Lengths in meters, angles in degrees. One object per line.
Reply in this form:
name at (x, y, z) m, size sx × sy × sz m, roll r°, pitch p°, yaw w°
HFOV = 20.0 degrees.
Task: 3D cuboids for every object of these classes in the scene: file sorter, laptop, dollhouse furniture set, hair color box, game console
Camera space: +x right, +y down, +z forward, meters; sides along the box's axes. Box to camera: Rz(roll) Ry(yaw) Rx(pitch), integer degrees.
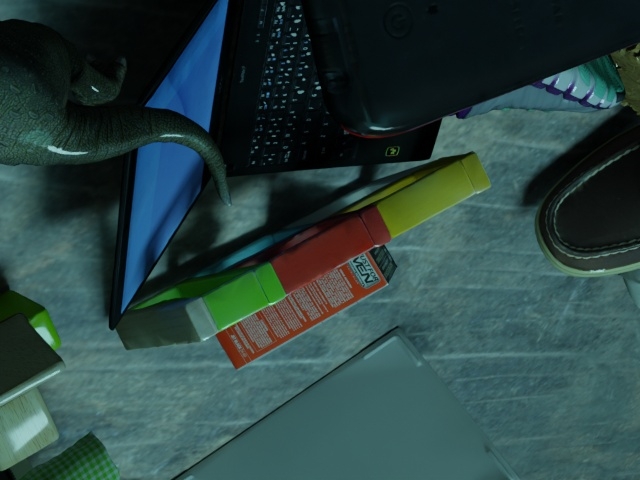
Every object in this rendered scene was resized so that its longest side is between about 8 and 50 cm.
file sorter at (0.024, 0.259, 1.676) m, size 0.277 × 0.193 × 0.173 m, roll -34°, pitch 152°, yaw -8°
laptop at (-0.015, -0.071, 1.213) m, size 0.264 × 0.136 × 0.234 m, roll -5°, pitch 146°, yaw -14°
dollhouse furniture set at (-0.215, 0.219, 1.277) m, size 0.197 × 0.151 × 0.301 m, roll -29°, pitch 120°, yaw -17°
hair color box at (-0.012, 0.045, 1.433) m, size 0.141 × 0.043 × 0.072 m, roll -30°, pitch -175°, yaw 12°
game console at (0.110, -0.282, 0.961) m, size 0.342 × 0.060 × 0.386 m, roll -24°, pitch 110°, yaw -30°

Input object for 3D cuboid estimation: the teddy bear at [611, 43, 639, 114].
teddy bear at (0.286, -0.143, 1.399) m, size 0.113 × 0.338 × 0.245 m, roll -62°, pitch -168°, yaw -22°

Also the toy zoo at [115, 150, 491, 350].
toy zoo at (0.000, 0.000, 1.344) m, size 0.293 × 0.030 × 0.192 m, roll -28°, pitch -174°, yaw -21°

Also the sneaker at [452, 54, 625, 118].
sneaker at (0.129, -0.121, 1.262) m, size 0.098 × 0.083 × 0.223 m, roll -30°, pitch 158°, yaw 27°

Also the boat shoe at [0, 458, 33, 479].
boat shoe at (-0.319, 0.311, 1.436) m, size 0.113 × 0.127 × 0.340 m, roll -6°, pitch 135°, yaw -42°

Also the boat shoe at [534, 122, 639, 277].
boat shoe at (0.344, -0.078, 1.580) m, size 0.342 × 0.123 × 0.123 m, roll -23°, pitch 165°, yaw 3°

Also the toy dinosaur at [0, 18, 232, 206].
toy dinosaur at (-0.189, -0.097, 0.948) m, size 0.121 × 0.313 × 0.160 m, roll -39°, pitch -170°, yaw 21°

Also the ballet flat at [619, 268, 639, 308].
ballet flat at (0.369, 0.039, 1.857) m, size 0.096 × 0.095 × 0.280 m, roll -34°, pitch 152°, yaw 18°
